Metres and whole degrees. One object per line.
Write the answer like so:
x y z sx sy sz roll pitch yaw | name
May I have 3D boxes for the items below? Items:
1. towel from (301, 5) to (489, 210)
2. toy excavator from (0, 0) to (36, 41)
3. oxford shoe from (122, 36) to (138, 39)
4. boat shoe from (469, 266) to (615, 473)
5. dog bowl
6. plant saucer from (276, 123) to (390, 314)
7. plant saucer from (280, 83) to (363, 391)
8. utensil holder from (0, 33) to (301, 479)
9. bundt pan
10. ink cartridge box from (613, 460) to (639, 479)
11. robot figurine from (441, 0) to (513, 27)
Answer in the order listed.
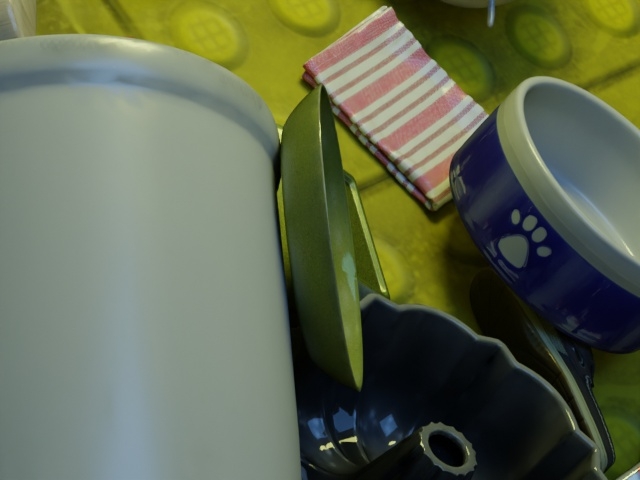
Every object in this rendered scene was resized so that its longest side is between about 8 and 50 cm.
0.088 -0.131 1.912 0.197 0.029 0.144 47 49 4 | towel
-0.298 -0.336 1.668 0.433 0.222 0.445 -88 160 -77 | toy excavator
-0.107 -0.062 1.721 0.098 0.097 0.271 -17 76 -56 | oxford shoe
0.219 0.115 1.792 0.073 0.080 0.223 -15 64 -32 | boat shoe
0.252 -0.025 1.837 0.265 0.104 0.265 31 31 -21 | dog bowl
0.000 -0.012 1.702 0.188 0.045 0.188 33 37 -57 | plant saucer
0.000 0.000 1.507 0.037 0.241 0.241 -8 58 5 | plant saucer
-0.177 0.099 1.405 0.328 0.327 0.385 10 58 -26 | utensil holder
0.076 0.207 1.588 0.331 0.124 0.331 21 37 -17 | bundt pan
0.335 0.277 1.747 0.145 0.045 0.179 -32 78 -20 | ink cartridge box
0.140 -0.386 2.000 0.300 0.200 0.353 -30 74 1 | robot figurine
